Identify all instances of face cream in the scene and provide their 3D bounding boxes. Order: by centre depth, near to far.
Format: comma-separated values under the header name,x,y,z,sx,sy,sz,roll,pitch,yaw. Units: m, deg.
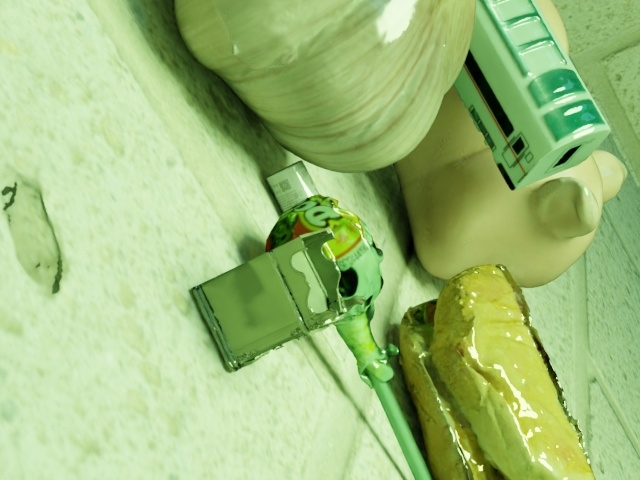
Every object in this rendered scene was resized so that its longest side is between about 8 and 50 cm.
name,x,y,z,sx,sy,sz,roll,pitch,yaw
face cream,0.000,0.000,1.135,0.130,0.034,0.034,63,18,-5

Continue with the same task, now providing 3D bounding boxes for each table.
name,x,y,z,sx,sy,sz,roll,pitch,yaw
table,-0.025,0.038,0.937,0.062,0.083,0.079,64,17,2

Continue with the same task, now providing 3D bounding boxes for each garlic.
name,x,y,z,sx,sy,sz,roll,pitch,yaw
garlic,-0.002,-0.213,1.142,0.322,0.241,0.322,35,22,-16

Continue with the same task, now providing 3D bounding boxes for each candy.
name,x,y,z,sx,sy,sz,roll,pitch,yaw
candy,0.044,0.103,1.075,0.091,0.083,0.306,22,-40,60

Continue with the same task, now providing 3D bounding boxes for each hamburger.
name,x,y,z,sx,sy,sz,roll,pitch,yaw
hamburger,0.134,0.150,1.197,0.131,0.124,0.262,11,49,-45

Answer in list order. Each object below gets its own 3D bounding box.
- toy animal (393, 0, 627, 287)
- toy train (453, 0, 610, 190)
name,x,y,z,sx,sy,sz,roll,pitch,yaw
toy animal,0.174,-0.108,1.425,0.237,0.269,0.326,-24,129,-69
toy train,0.127,-0.246,1.292,0.407,0.086,0.088,63,-22,15
